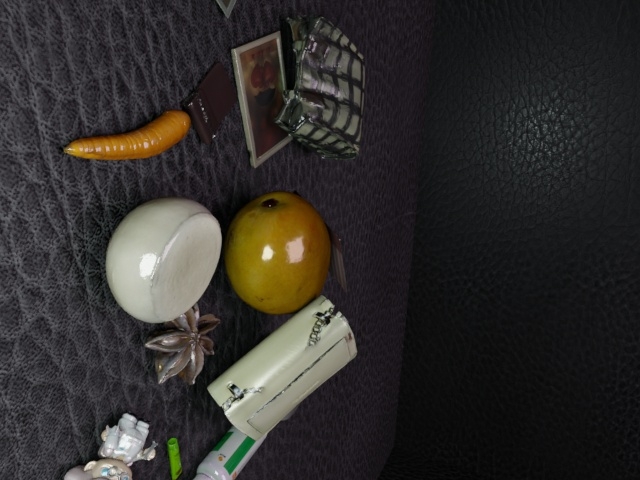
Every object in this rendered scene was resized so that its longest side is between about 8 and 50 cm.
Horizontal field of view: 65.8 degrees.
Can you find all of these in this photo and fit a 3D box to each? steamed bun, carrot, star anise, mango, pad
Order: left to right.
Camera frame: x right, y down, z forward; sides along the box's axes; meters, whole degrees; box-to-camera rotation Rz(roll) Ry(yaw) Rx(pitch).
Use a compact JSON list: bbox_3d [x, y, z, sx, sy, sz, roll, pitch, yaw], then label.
[{"bbox_3d":[-0.319,-0.174,0.866,0.271,0.062,0.066,-44,171,-48],"label":"carrot"},{"bbox_3d":[-0.291,0.026,0.890,0.232,0.145,0.231,21,90,-76],"label":"steamed bun"},{"bbox_3d":[-0.293,0.215,1.049,0.212,0.073,0.196,65,37,-48],"label":"star anise"},{"bbox_3d":[-0.090,0.052,1.265,0.445,0.232,0.299,65,38,-63],"label":"mango"},{"bbox_3d":[-0.001,0.000,1.436,0.005,0.299,0.202,-22,129,-16],"label":"pad"}]

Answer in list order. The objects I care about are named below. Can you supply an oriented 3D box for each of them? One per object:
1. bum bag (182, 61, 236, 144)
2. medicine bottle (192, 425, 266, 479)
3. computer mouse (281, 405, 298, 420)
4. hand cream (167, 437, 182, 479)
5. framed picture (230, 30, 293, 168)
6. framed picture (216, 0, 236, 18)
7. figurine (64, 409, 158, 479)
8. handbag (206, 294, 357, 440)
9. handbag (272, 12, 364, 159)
[{"bbox_3d":[-0.229,-0.296,1.058,0.109,0.026,0.159,68,38,-49],"label":"bum bag"},{"bbox_3d":[-0.239,0.562,1.278,0.260,0.095,0.095,-39,133,-58],"label":"medicine bottle"},{"bbox_3d":[-0.118,0.424,1.508,0.330,0.095,0.197,70,33,-49],"label":"computer mouse"},{"bbox_3d":[-0.333,0.504,1.132,0.036,0.023,0.121,-46,143,-58],"label":"hand cream"},{"bbox_3d":[-0.140,-0.356,1.248,0.211,0.020,0.289,-50,143,-49],"label":"framed picture"},{"bbox_3d":[-0.198,-0.626,1.015,0.197,0.014,0.252,50,53,-60],"label":"framed picture"},{"bbox_3d":[-0.383,0.425,0.888,0.137,0.112,0.228,43,48,-31],"label":"figurine"},{"bbox_3d":[-0.089,0.314,1.246,0.359,0.160,0.236,-38,156,-14],"label":"handbag"},{"bbox_3d":[0.008,-0.416,1.376,0.327,0.163,0.325,11,82,-63],"label":"handbag"}]
